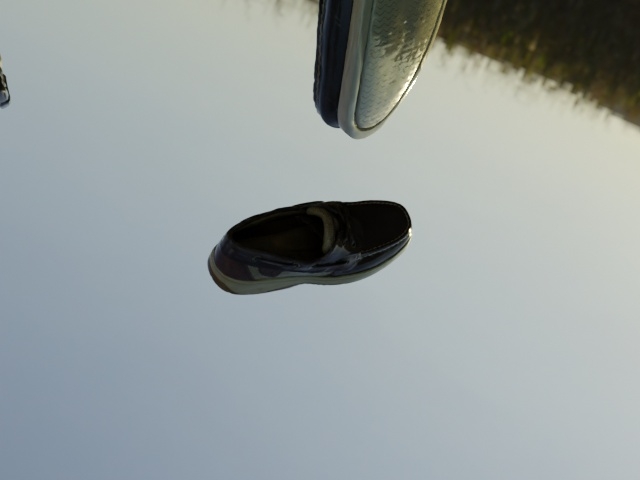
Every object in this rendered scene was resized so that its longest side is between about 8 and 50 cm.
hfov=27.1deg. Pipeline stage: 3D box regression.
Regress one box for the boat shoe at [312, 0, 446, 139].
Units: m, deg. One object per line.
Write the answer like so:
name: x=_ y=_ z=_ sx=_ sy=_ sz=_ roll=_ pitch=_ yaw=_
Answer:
boat shoe: x=0.024 y=-0.169 z=0.670 sx=0.079 sy=0.233 sz=0.084 roll=17 pitch=-160 yaw=31

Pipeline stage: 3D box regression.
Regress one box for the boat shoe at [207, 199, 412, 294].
boat shoe: x=0.000 y=0.000 z=0.896 sx=0.152 sy=0.049 sz=0.056 roll=-16 pitch=-113 yaw=-26

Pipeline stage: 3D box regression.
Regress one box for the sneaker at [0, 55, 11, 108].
sneaker: x=-0.227 y=-0.108 z=0.516 sx=0.111 sy=0.129 sz=0.297 roll=67 pitch=-168 yaw=20
